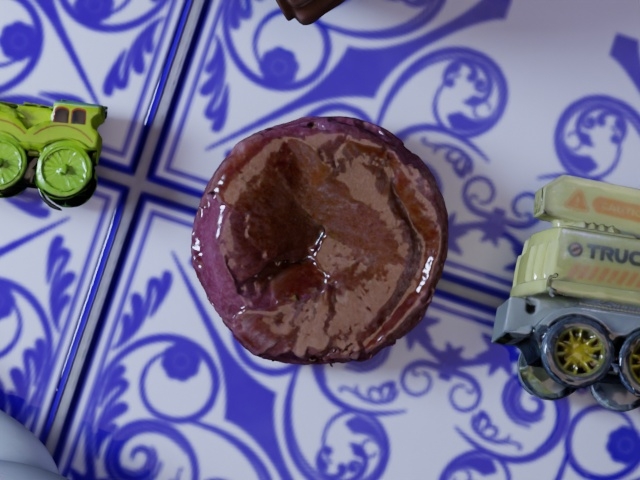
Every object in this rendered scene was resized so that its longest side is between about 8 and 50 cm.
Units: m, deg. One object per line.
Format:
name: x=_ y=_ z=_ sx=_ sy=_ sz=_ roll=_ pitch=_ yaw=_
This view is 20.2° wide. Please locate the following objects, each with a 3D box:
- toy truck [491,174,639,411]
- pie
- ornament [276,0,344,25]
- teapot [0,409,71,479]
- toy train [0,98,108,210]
toy truck: x=0.261 y=0.044 z=1.233 sx=0.272 sy=0.124 sz=0.157 roll=9 pitch=81 yaw=-1
pie: x=0.000 y=0.000 z=1.247 sx=0.182 sy=0.049 sz=0.182 roll=0 pitch=96 yaw=-4
ornament: x=0.029 y=-0.266 z=1.179 sx=0.218 sy=0.221 sz=0.235 roll=-33 pitch=53 yaw=1
teapot: x=-0.246 y=0.259 z=1.127 sx=0.280 sy=0.252 sz=0.424 roll=14 pitch=55 yaw=-13
toy train: x=-0.273 y=-0.070 z=1.226 sx=0.250 sy=0.053 sz=0.085 roll=5 pitch=83 yaw=-4
